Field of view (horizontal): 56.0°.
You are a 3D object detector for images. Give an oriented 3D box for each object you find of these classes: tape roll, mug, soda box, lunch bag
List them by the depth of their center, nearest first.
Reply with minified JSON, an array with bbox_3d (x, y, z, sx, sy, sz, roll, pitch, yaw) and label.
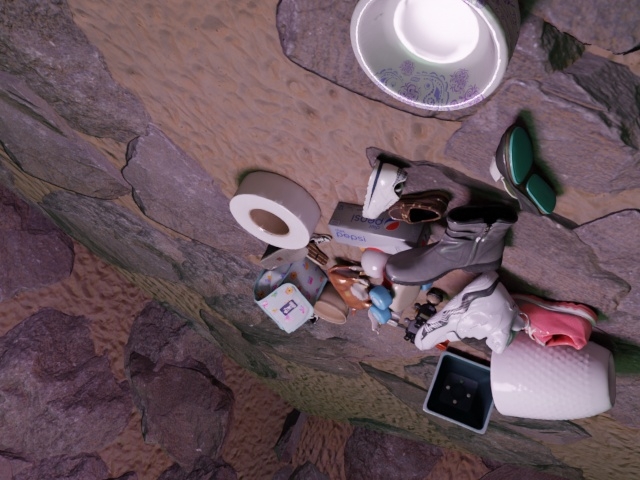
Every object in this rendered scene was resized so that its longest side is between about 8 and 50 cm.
[{"bbox_3d":[0.173,-0.029,1.781,0.286,0.091,0.098,12,151,25],"label":"soda box"},{"bbox_3d":[-0.146,-0.093,1.937,0.286,0.100,0.286,20,153,11],"label":"tape roll"},{"bbox_3d":[0.768,0.432,1.939,0.328,0.276,0.374,-4,171,34],"label":"mug"},{"bbox_3d":[-0.116,0.180,2.216,0.160,0.262,0.223,3,144,38],"label":"lunch bag"}]

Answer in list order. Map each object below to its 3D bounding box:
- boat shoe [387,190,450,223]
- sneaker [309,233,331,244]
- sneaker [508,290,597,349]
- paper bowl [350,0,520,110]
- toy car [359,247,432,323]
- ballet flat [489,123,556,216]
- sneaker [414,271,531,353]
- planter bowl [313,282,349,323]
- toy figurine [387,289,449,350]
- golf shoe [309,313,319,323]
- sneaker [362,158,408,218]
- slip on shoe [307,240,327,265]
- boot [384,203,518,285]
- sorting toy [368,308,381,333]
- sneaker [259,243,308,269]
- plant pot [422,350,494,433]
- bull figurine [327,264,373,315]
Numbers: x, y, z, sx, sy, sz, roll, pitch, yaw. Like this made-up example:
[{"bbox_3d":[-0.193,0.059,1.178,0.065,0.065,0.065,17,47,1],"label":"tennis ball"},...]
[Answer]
[{"bbox_3d":[0.256,-0.082,1.639,0.073,0.073,0.207,38,152,-25],"label":"boat shoe"},{"bbox_3d":[0.000,0.000,2.044,0.083,0.037,0.032,3,143,36],"label":"sneaker"},{"bbox_3d":[0.650,0.244,1.802,0.313,0.136,0.116,6,146,34],"label":"sneaker"},{"bbox_3d":[0.206,-0.382,1.065,0.284,0.148,0.284,21,153,11],"label":"paper bowl"},{"bbox_3d":[0.205,0.095,1.918,0.238,0.219,0.210,47,163,26],"label":"toy car"},{"bbox_3d":[0.437,-0.148,1.348,0.096,0.095,0.280,14,153,47],"label":"ballet flat"},{"bbox_3d":[0.456,0.272,1.828,0.210,0.137,0.366,50,123,15],"label":"sneaker"},{"bbox_3d":[0.045,0.236,2.342,0.162,0.109,0.162,21,152,11],"label":"planter bowl"},{"bbox_3d":[0.359,0.267,2.101,0.209,0.148,0.213,2,147,49],"label":"toy figurine"},{"bbox_3d":[-0.042,0.276,2.509,0.077,0.094,0.198,7,146,35],"label":"golf shoe"},{"bbox_3d":[0.172,-0.123,1.632,0.094,0.090,0.235,13,153,4],"label":"sneaker"},{"bbox_3d":[-0.029,0.043,2.139,0.135,0.051,0.041,39,164,-35],"label":"slip on shoe"},{"bbox_3d":[0.330,-0.001,1.577,0.338,0.118,0.223,-13,143,-3],"label":"boot"},{"bbox_3d":[0.204,0.296,2.169,0.044,0.075,0.083,-2,155,29],"label":"sorting toy"},{"bbox_3d":[-0.123,0.017,2.108,0.222,0.118,0.083,-19,135,39],"label":"sneaker"},{"bbox_3d":[0.565,0.610,2.424,0.247,0.247,0.252,19,169,13],"label":"plant pot"},{"bbox_3d":[0.141,0.185,2.183,0.188,0.101,0.310,-2,149,31],"label":"bull figurine"}]
